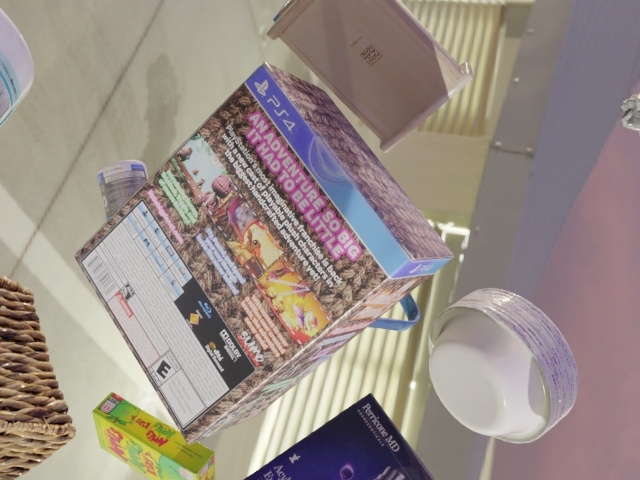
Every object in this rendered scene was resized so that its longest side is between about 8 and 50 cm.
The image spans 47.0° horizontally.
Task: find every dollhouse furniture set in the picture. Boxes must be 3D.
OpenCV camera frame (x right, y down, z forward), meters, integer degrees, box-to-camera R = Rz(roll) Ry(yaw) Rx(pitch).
[{"bbox_3d":[0.106,-0.310,0.931,0.286,0.198,0.303,-39,-161,26],"label":"dollhouse furniture set"}]

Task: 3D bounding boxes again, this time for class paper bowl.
[{"bbox_3d":[0.316,0.242,1.364,0.148,0.284,0.284,-25,131,-32],"label":"paper bowl"}]

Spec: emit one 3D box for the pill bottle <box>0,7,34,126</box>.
[{"bbox_3d":[-0.347,-0.079,0.554,0.146,0.146,0.264,80,29,-53],"label":"pill bottle"}]

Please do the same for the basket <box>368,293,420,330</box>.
[{"bbox_3d":[0.000,0.000,1.038,0.254,0.201,0.289,7,52,-46],"label":"basket"}]

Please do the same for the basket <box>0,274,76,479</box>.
[{"bbox_3d":[-0.454,0.154,0.787,0.223,0.213,0.299,61,12,27],"label":"basket"}]

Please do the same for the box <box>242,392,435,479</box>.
[{"bbox_3d":[0.024,0.308,0.868,0.207,0.153,0.108,-34,149,-11],"label":"box"}]

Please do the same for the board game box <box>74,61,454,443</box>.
[{"bbox_3d":[-0.061,0.016,0.743,0.291,0.232,0.141,-41,164,18],"label":"board game box"}]

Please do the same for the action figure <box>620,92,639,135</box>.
[{"bbox_3d":[0.166,-0.045,0.314,0.137,0.063,0.232,-72,158,-62],"label":"action figure"}]

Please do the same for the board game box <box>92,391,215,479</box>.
[{"bbox_3d":[-0.233,0.294,1.037,0.043,0.181,0.092,-48,154,-42],"label":"board game box"}]

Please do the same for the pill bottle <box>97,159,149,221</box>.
[{"bbox_3d":[-0.299,-0.050,1.157,0.078,0.078,0.137,24,50,-76],"label":"pill bottle"}]
